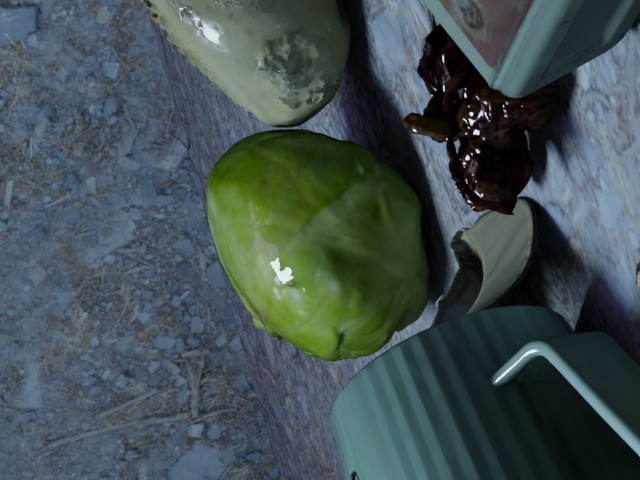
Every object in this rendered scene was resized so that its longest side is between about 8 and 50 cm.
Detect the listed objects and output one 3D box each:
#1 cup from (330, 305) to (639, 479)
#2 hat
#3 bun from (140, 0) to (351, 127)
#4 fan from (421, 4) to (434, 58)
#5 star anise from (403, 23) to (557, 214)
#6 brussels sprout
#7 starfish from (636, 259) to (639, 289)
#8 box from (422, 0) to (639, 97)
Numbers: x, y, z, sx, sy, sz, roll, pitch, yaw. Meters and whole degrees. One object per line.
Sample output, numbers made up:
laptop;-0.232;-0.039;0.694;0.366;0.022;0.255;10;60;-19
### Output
cup;0.225;0.267;1.516;0.310;0.401;0.392;19;-139;-51
hat;0.173;0.084;1.684;0.149;0.214;0.245;41;156;-19
bun;-0.096;-0.311;1.999;0.362;0.234;0.326;52;173;2
fan;0.126;-0.192;1.733;0.113;0.005;0.175;-133;24;-61
star anise;0.146;-0.110;1.519;0.190;0.126;0.220;55;158;38
brussels sprout;0.000;0.000;2.023;0.328;0.247;0.328;53;174;8
starfish;0.296;0.025;1.230;0.216;0.071;0.238;63;161;3
box;0.159;-0.243;1.180;0.182;0.175;0.312;57;165;13
